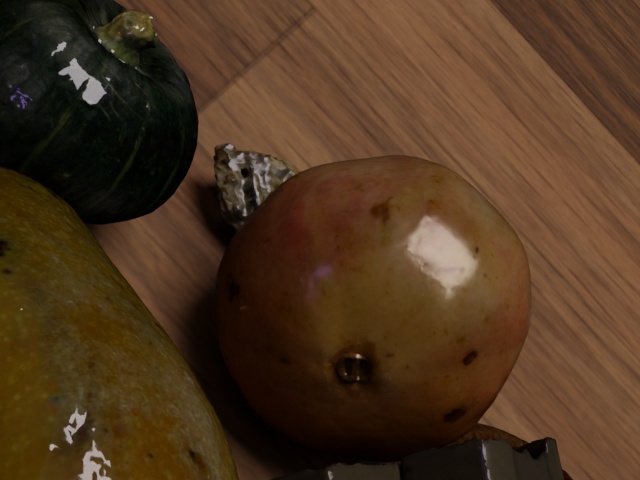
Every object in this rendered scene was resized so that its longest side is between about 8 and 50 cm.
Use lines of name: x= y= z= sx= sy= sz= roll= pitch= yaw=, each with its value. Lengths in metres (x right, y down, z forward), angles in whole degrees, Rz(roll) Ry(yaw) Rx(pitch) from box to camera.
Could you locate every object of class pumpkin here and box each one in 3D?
pumpkin: x=-0.145 y=-0.083 z=1.135 sx=0.167 sy=0.125 sz=0.167 roll=26 pitch=6 yaw=-3

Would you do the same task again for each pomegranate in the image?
pomegranate: x=0.031 y=0.036 z=1.177 sx=0.191 sy=0.191 sz=0.191 roll=31 pitch=37 yaw=-27

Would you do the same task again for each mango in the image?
mango: x=-0.138 y=0.080 z=0.952 sx=0.176 sy=0.175 sz=0.329 roll=82 pitch=-8 yaw=-57

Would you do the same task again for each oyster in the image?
oyster: x=-0.006 y=-0.003 z=1.299 sx=0.177 sy=0.056 sz=0.105 roll=46 pitch=40 yaw=-15

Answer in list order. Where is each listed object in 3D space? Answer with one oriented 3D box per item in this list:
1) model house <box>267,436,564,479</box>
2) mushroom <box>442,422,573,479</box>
model house: x=0.058 y=0.237 z=1.017 sx=0.211 sy=0.204 sz=0.243 roll=5 pitch=70 yaw=-48
mushroom: x=0.182 y=0.166 z=1.192 sx=0.227 sy=0.217 sz=0.148 roll=42 pitch=34 yaw=-11
